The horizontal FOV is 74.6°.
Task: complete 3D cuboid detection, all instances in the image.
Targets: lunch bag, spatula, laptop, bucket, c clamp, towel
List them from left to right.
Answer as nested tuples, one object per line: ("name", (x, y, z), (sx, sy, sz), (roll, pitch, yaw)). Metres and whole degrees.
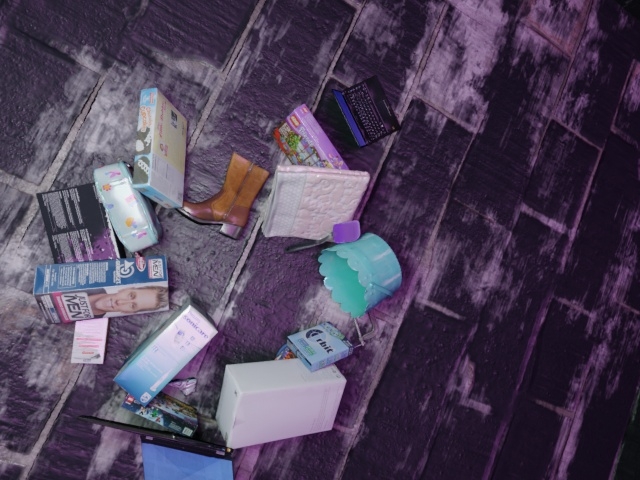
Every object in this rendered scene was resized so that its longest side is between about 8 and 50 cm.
("lunch bag", (-0.588, -0.111, 1.304), (0.107, 0.224, 0.280), (-21, 101, -11))
("laptop", (-0.465, 0.689, 1.217), (0.408, 0.381, 0.237), (52, 42, -49))
("towel", (-0.024, -0.114, 1.437), (0.316, 0.332, 0.054), (3, 51, -16))
("spatula", (0.000, 0.000, 1.494), (0.030, 0.296, 0.084), (43, 35, -50))
("bucket", (0.142, 0.117, 1.495), (0.182, 0.281, 0.282), (-26, 96, -24))
("c clamp", (0.159, 0.327, 1.621), (0.137, 0.022, 0.161), (-13, 93, -17))
("laptop", (0.179, -0.491, 1.585), (0.264, 0.136, 0.235), (-29, 98, -15))

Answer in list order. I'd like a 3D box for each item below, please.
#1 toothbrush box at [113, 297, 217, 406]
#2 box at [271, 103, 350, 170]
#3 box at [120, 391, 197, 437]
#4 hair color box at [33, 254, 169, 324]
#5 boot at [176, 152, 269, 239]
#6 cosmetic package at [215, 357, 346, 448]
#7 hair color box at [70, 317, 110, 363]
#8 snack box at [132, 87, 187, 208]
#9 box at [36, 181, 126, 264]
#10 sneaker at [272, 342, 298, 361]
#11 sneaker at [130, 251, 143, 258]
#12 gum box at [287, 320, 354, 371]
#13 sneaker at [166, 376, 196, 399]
("toothbrush box", (-0.477, 0.337, 1.327), (0.295, 0.216, 0.126), (-45, 101, -12))
("box", (-0.034, -0.303, 1.480), (0.057, 0.200, 0.293), (-41, 100, -30))
("box", (-0.507, 0.533, 1.342), (0.233, 0.159, 0.044), (32, 79, -14))
("hair color box", (-0.646, 0.149, 1.277), (0.346, 0.174, 0.105), (-5, 53, -22))
("boot", (-0.341, -0.177, 1.444), (0.263, 0.096, 0.281), (23, 80, -12))
("cosmetic package", (-0.129, 0.522, 1.387), (0.384, 0.156, 0.218), (7, 107, -31))
("hair color box", (-0.726, 0.301, 1.336), (0.092, 0.053, 0.168), (7, 85, -16))
("snack box", (-0.493, -0.282, 1.311), (0.059, 0.187, 0.323), (-5, 73, 11))
("box", (-0.737, -0.034, 1.314), (0.184, 0.103, 0.262), (-13, 93, -12))
("sneaker", (-0.140, 0.450, 1.493), (0.221, 0.087, 0.083), (-44, 101, -13))
("sneaker", (-0.603, 0.081, 1.386), (0.057, 0.047, 0.120), (-29, 96, -4))
("gum box", (0.000, 0.369, 1.480), (0.184, 0.157, 0.041), (-14, 123, -33))
("sneaker", (-0.468, 0.504, 1.418), (0.098, 0.038, 0.069), (-1, 89, -17))
